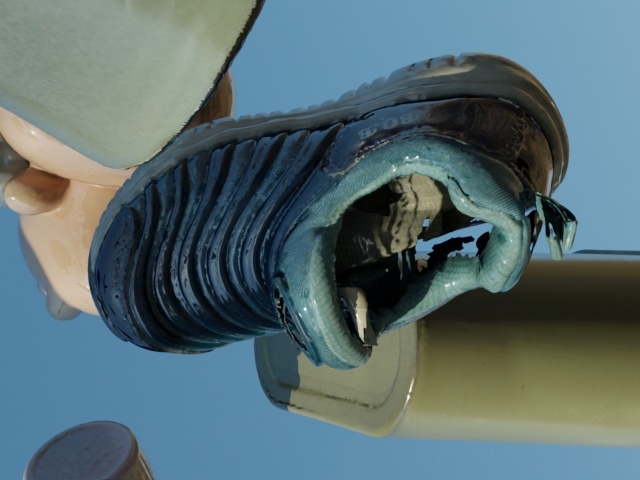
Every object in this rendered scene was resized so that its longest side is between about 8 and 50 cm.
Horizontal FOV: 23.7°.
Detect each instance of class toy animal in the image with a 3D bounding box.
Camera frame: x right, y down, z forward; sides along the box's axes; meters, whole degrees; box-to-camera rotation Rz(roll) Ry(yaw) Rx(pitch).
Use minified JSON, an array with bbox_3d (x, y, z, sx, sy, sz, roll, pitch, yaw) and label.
[{"bbox_3d":[-0.149,-0.058,1.137,0.221,0.229,0.210,54,180,-19],"label":"toy animal"}]

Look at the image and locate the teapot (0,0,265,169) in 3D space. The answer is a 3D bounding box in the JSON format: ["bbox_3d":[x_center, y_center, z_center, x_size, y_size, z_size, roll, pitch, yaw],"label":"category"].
[{"bbox_3d":[-0.090,-0.117,0.369,0.149,0.239,0.162,17,-102,-26],"label":"teapot"}]

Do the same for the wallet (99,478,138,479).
[{"bbox_3d":[0.067,0.184,0.580,0.051,0.378,0.197,80,-165,-45],"label":"wallet"}]

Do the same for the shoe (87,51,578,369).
[{"bbox_3d":[0.000,0.000,0.599,0.091,0.207,0.106,60,-158,-31],"label":"shoe"}]

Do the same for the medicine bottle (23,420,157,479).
[{"bbox_3d":[-0.102,0.204,0.885,0.122,0.122,0.212,-63,-38,-49],"label":"medicine bottle"}]

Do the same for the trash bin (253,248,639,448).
[{"bbox_3d":[0.113,0.062,0.911,0.247,0.243,0.121,3,-91,-25],"label":"trash bin"}]
